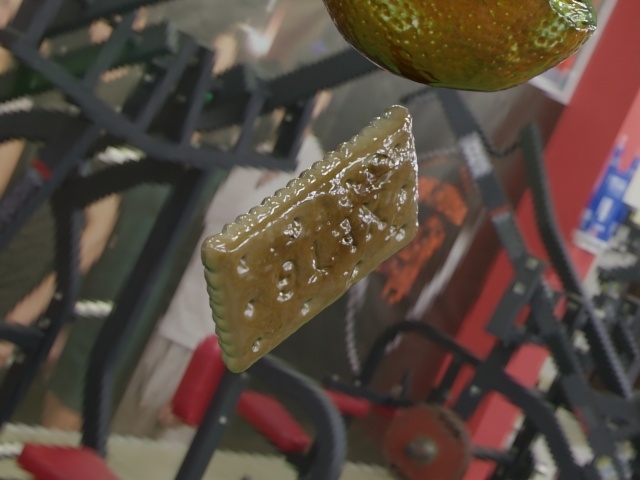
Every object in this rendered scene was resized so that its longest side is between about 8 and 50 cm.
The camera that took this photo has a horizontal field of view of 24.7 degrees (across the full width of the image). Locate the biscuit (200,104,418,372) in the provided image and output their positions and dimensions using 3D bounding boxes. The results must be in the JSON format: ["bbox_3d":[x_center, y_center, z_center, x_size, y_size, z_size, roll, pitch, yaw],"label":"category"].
[{"bbox_3d":[0.000,0.000,1.694,0.044,0.325,0.217,32,-36,36],"label":"biscuit"}]

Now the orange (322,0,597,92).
[{"bbox_3d":[0.150,-0.277,1.671,0.334,0.196,0.262,9,29,3],"label":"orange"}]
